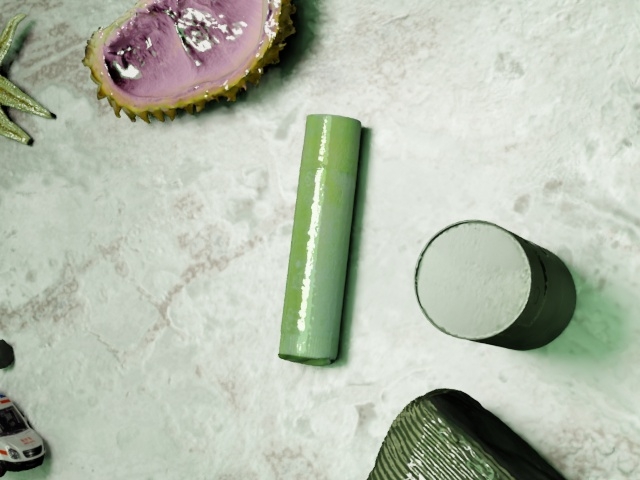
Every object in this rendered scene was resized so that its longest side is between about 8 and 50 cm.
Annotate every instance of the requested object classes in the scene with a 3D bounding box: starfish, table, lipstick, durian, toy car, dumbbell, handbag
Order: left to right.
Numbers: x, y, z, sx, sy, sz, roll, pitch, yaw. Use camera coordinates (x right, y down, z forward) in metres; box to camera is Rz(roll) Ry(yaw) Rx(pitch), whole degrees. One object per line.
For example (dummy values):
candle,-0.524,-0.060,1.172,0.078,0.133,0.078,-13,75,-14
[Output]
toy car,-0.458,0.243,1.652,0.210,0.089,0.108,10,94,23
dumbbell,-0.459,0.162,1.695,0.083,0.040,0.036,-18,45,18
starfish,-0.463,-0.220,1.733,0.223,0.050,0.216,38,108,5
durian,-0.146,-0.252,1.590,0.341,0.112,0.191,-34,82,23
lipstick,0.000,0.000,1.515,0.076,0.076,0.304,6,86,22
handbag,0.174,0.336,1.313,0.341,0.247,0.240,40,100,15
table,0.193,0.053,1.354,0.126,0.220,0.126,-3,82,23
